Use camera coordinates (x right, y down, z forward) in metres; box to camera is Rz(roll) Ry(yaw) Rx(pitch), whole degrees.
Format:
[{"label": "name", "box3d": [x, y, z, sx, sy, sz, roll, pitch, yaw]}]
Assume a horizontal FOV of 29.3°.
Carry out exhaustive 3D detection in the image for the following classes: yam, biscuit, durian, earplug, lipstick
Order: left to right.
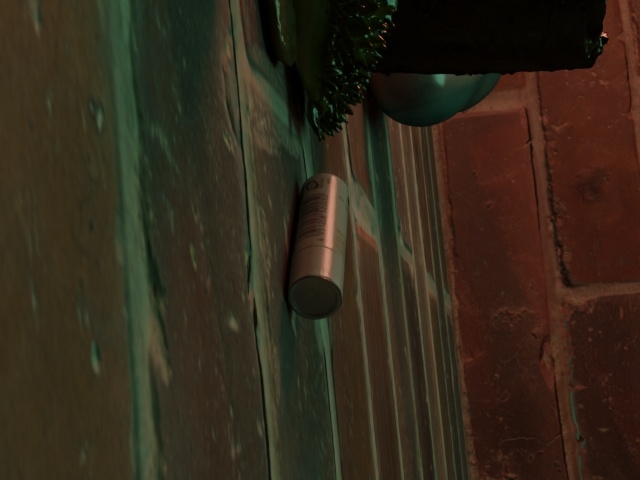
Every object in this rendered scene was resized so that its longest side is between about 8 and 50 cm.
[{"label": "biscuit", "box3d": [-0.034, -0.202, 0.907, 0.071, 0.018, 0.147, -34, 116, -79]}, {"label": "lipstick", "box3d": [0.000, 0.000, 0.906, 0.141, 0.040, 0.040, -86, 166, -55]}, {"label": "durian", "box3d": [0.017, -0.190, 0.994, 0.137, 0.095, 0.220, -22, 112, -80]}, {"label": "earplug", "box3d": [0.138, -0.227, 1.628, 0.324, 0.185, 0.185, -50, 134, -68]}, {"label": "yam", "box3d": [0.117, -0.208, 1.104, 0.131, 0.280, 0.131, 2, 90, -76]}]
